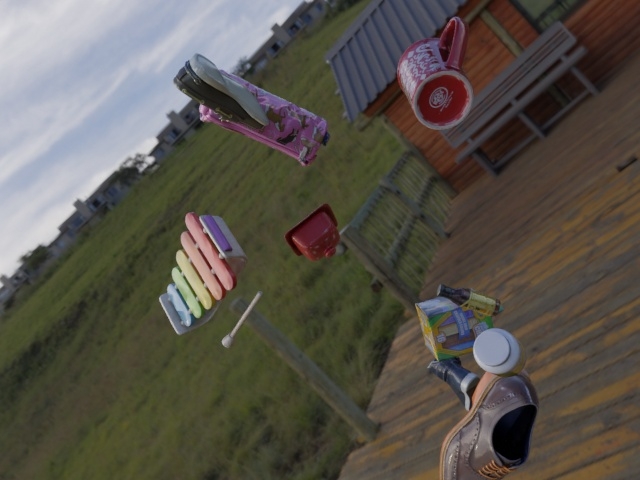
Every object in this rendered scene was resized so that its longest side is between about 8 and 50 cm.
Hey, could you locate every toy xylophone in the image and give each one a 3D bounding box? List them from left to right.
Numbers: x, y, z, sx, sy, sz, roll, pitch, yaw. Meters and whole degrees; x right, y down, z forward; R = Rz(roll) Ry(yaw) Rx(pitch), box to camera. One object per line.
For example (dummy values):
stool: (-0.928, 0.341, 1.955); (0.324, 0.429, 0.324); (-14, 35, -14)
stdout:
toy xylophone: (-0.246, 0.098, 1.190); (0.081, 0.236, 0.323); (-12, -40, -45)

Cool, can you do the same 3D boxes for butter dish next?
butter dish: (0.000, 0.000, 1.525); (0.159, 0.118, 0.160); (-38, -28, -5)

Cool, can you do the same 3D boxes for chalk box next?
chalk box: (0.385, 0.218, 1.441); (0.212, 0.132, 0.132); (-15, 10, -1)

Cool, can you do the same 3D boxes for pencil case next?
pencil case: (-0.167, -0.359, 1.584); (0.160, 0.385, 0.167); (-63, 24, 13)

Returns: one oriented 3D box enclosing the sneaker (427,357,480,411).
sneaker: (0.424, 0.435, 1.666); (0.086, 0.226, 0.163); (-43, 48, -17)

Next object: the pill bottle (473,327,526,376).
pill bottle: (0.259, 0.163, 0.776); (0.065, 0.065, 0.116); (-44, -32, 8)

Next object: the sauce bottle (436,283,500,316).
sauce bottle: (0.307, 0.123, 1.112); (0.042, 0.128, 0.042); (17, -90, -86)

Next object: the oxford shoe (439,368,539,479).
oxford shoe: (0.338, 0.433, 1.089); (0.133, 0.129, 0.364); (-93, 15, -71)

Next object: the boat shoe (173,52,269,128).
boat shoe: (-0.248, -0.365, 1.381); (0.091, 0.109, 0.305); (-34, -30, 18)

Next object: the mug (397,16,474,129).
mug: (0.184, -0.267, 0.857); (0.113, 0.150, 0.169); (-5, 32, 7)
